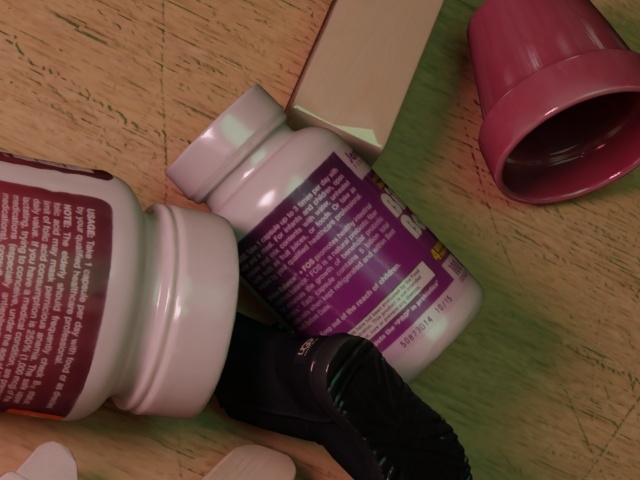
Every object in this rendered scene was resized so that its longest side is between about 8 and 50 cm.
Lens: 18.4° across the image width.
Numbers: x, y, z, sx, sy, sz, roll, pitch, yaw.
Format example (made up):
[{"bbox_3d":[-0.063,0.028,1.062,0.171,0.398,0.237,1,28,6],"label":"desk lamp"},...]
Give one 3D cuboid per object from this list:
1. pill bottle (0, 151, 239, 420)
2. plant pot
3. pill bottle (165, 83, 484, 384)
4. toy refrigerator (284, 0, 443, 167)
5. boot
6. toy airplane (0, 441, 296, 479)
[{"bbox_3d":[-0.285,0.035,1.714,0.392,0.224,0.224,11,68,-19],"label":"pill bottle"},{"bbox_3d":[0.242,-0.165,2.047,0.201,0.201,0.180,-6,58,-25],"label":"plant pot"},{"bbox_3d":[0.000,0.000,1.882,0.301,0.169,0.169,46,60,-3],"label":"pill bottle"},{"bbox_3d":[0.050,-0.202,2.024,0.102,0.094,0.269,25,63,-6],"label":"toy refrigerator"},{"bbox_3d":[0.010,0.164,1.814,0.094,0.207,0.246,-49,121,-23],"label":"boot"},{"bbox_3d":[-0.143,0.342,1.672,0.386,0.272,0.384,-11,38,-18],"label":"toy airplane"}]
